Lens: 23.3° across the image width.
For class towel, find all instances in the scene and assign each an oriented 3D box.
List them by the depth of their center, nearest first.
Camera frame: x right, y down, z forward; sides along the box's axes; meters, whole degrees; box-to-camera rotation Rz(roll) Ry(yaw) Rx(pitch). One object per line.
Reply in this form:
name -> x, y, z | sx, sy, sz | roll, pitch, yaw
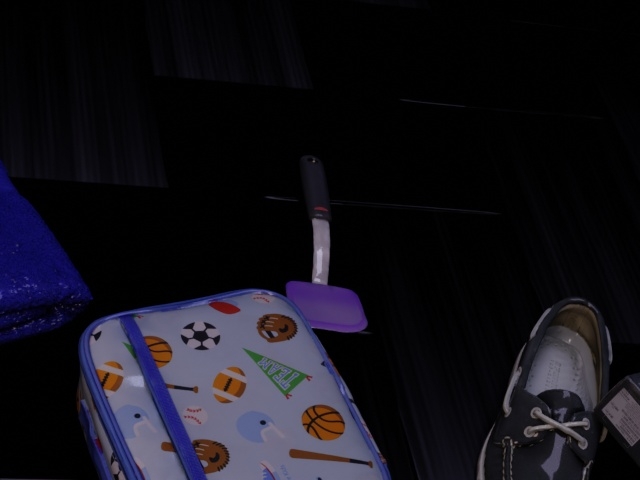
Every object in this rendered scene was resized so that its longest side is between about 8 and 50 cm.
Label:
towel -> -0.384, -0.020, 1.510 | 0.227, 0.076, 0.308 | -17, 52, -33

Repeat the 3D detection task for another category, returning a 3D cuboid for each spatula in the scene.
spatula -> 0.000, 0.000, 1.667 | 0.084, 0.030, 0.296 | 9, 41, -12

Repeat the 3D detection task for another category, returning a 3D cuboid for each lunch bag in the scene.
lunch bag -> -0.086, 0.185, 1.372 | 0.243, 0.115, 0.303 | -8, 46, -25

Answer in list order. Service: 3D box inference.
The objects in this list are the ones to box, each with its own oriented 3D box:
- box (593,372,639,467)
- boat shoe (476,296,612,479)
box -> 0.392, 0.222, 1.490 | 0.183, 0.059, 0.233 | -5, 50, -52
boat shoe -> 0.223, 0.173, 1.512 | 0.114, 0.091, 0.302 | 16, 41, -3
